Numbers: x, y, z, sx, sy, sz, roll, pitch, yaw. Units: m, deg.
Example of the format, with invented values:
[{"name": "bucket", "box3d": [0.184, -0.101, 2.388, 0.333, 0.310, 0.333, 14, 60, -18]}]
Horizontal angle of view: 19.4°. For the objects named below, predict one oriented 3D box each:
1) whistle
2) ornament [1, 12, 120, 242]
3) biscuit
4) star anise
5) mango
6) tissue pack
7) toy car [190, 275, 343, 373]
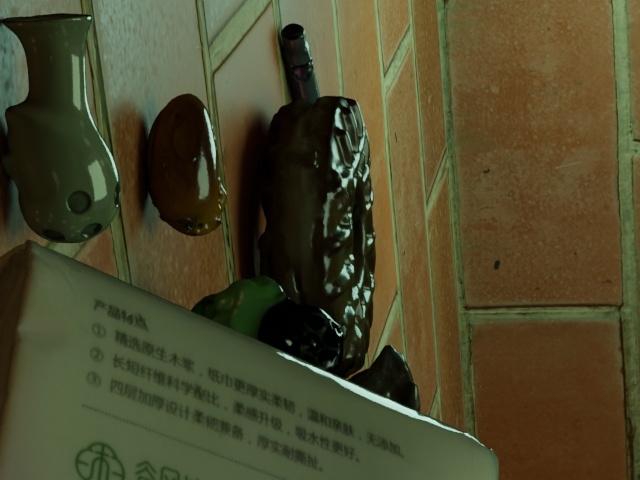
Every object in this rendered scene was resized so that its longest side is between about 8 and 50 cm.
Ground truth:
[{"name": "whistle", "box3d": [-0.018, -0.180, 2.192, 0.176, 0.033, 0.033, 76, 17, -45]}, {"name": "ornament", "box3d": [-0.181, -0.076, 1.284, 0.075, 0.081, 0.156, 15, -68, 63]}, {"name": "biscuit", "box3d": [0.000, 0.000, 2.066, 0.332, 0.103, 0.332, 0, 90, -83]}, {"name": "star anise", "box3d": [0.031, 0.270, 2.022, 0.331, 0.117, 0.332, -63, 180, 1]}, {"name": "mango", "box3d": [-0.118, -0.066, 1.614, 0.077, 0.063, 0.127, 21, 63, -73]}, {"name": "tissue pack", "box3d": [-0.079, 0.195, 1.069, 0.356, 0.194, 0.266, 26, 53, -30]}, {"name": "toy car", "box3d": [-0.058, 0.218, 1.562, 0.213, 0.176, 0.358, 142, -66, -65]}]
